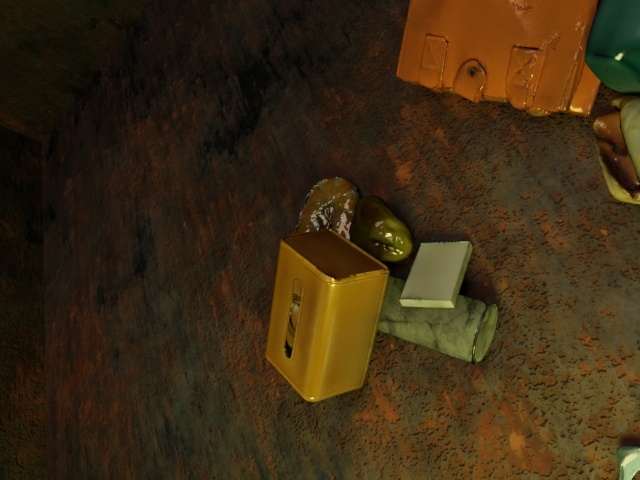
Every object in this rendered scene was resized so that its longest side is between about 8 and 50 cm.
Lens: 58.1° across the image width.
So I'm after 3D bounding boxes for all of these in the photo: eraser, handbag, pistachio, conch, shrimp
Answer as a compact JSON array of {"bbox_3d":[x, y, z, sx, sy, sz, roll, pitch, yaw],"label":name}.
[{"bbox_3d":[0.217,0.061,1.072,0.104,0.023,0.150,-3,44,35],"label":"eraser"},{"bbox_3d":[0.335,-0.407,1.082,0.410,0.116,0.303,30,117,46],"label":"handbag"},{"bbox_3d":[0.113,-0.025,1.203,0.110,0.100,0.189,-46,49,13],"label":"pistachio"},{"bbox_3d":[0.521,-0.136,0.880,0.255,0.127,0.158,-83,16,-49],"label":"conch"},{"bbox_3d":[0.000,0.000,1.329,0.164,0.062,0.317,17,82,43],"label":"shrimp"}]

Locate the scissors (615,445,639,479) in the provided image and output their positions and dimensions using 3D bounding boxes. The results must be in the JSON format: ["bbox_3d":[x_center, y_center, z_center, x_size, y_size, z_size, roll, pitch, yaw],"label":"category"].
[{"bbox_3d":[0.527,0.383,0.697,0.191,0.029,0.360,-46,48,18],"label":"scissors"}]

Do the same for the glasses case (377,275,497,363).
[{"bbox_3d":[0.183,0.139,1.097,0.299,0.060,0.114,12,81,45],"label":"glasses case"}]

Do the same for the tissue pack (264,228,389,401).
[{"bbox_3d":[0.003,0.144,1.134,0.194,0.145,0.274,34,124,44],"label":"tissue pack"}]

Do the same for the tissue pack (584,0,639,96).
[{"bbox_3d":[0.559,-0.306,0.829,0.287,0.198,0.206,32,102,41],"label":"tissue pack"}]
